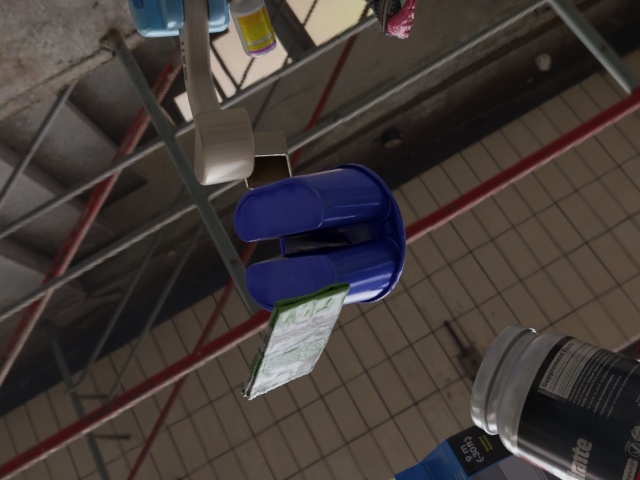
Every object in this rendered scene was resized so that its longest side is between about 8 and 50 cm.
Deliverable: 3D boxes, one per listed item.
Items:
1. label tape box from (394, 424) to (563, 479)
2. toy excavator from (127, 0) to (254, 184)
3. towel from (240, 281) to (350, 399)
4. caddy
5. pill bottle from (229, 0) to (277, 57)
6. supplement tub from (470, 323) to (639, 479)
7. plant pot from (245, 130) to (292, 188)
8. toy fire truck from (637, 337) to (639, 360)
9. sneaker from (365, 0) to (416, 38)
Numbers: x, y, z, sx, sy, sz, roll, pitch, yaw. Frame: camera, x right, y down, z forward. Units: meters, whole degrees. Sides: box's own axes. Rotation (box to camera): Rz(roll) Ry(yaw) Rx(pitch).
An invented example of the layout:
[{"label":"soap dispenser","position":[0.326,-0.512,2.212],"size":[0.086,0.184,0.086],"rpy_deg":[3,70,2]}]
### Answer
[{"label":"label tape box","position":[0.365,0.508,1.274],"size":[0.348,0.249,0.115],"rpy_deg":[-20,148,-16]},{"label":"toy excavator","position":[-0.209,-0.364,0.997],"size":[0.223,0.433,0.444],"rpy_deg":[-14,125,-19]},{"label":"towel","position":[-0.031,0.115,0.728],"size":[0.113,0.023,0.152],"rpy_deg":[-15,138,-42]},{"label":"caddy","position":[0.000,0.000,1.087],"size":[0.179,0.241,0.341],"rpy_deg":[-13,-177,-37]},{"label":"pill bottle","position":[-0.085,-0.270,0.759],"size":[0.043,0.043,0.083],"rpy_deg":[-28,135,-8]},{"label":"supplement tub","position":[0.369,0.240,0.855],"size":[0.191,0.272,0.191],"rpy_deg":[-22,121,-42]},{"label":"plant pot","position":[-0.120,-0.192,1.430],"size":[0.109,0.096,0.109],"rpy_deg":[-2,144,6]},{"label":"toy fire truck","position":[0.707,0.153,1.070],"size":[0.302,0.253,0.169],"rpy_deg":[-21,152,28]},{"label":"sneaker","position":[0.059,-0.399,0.888],"size":[0.112,0.299,0.120],"rpy_deg":[-12,150,-10]}]
